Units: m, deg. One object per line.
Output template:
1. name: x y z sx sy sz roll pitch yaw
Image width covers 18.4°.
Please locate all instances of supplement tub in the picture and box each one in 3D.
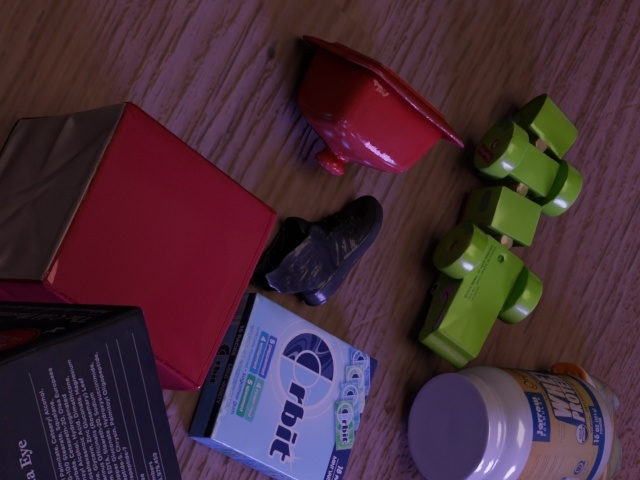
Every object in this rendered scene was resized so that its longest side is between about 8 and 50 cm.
1. supplement tub: 0.208 0.212 2.169 0.199 0.144 0.144 8 83 -42

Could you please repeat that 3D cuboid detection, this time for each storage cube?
1. storage cube: -0.192 0.006 1.786 0.193 0.183 0.215 37 65 -34

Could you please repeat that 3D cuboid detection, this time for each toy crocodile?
1. toy crocodile: 0.197 -0.017 2.207 0.115 0.105 0.340 32 70 -25

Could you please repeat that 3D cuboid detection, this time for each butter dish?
1. butter dish: 0.039 -0.121 2.047 0.160 0.160 0.118 38 87 -35

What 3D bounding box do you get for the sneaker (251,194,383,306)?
1. sneaker: -0.002 0.000 2.048 0.089 0.051 0.170 51 61 -34

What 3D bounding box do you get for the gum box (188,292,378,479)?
1. gum box: -0.035 0.160 2.019 0.184 0.041 0.157 30 68 -37

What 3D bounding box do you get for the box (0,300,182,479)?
1. box: -0.338 0.172 1.536 0.312 0.343 0.179 -22 105 -42

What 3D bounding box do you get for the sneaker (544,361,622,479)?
1. sneaker: 0.305 0.279 2.293 0.121 0.099 0.262 18 77 -45
